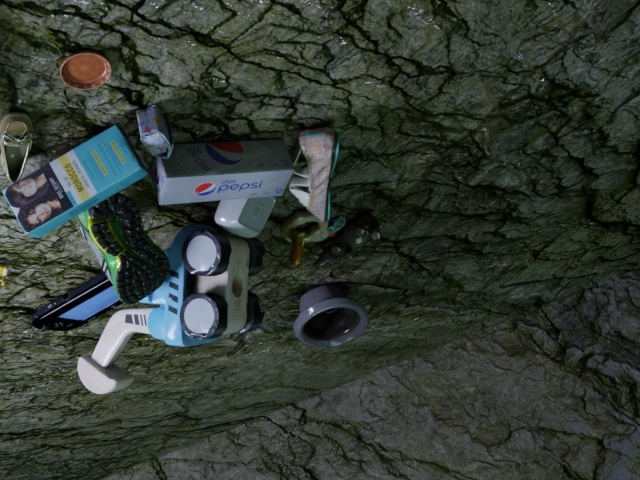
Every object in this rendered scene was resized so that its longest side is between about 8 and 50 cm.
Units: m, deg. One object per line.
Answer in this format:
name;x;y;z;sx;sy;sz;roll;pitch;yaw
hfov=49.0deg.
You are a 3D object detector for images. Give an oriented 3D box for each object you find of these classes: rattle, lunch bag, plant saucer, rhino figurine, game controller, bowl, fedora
rattle;0.000;0.000;1.866;0.200;0.142;0.130;17;118;-43
lunch bag;-0.310;-0.205;1.336;0.053;0.071;0.083;-17;151;2
plant saucer;-0.396;-0.289;1.185;0.084;0.013;0.083;-18;152;-10
rhino figurine;0.070;0.009;1.973;0.243;0.106;0.073;-36;108;27
game controller;-0.572;0.150;1.790;0.319;0.067;0.166;-28;152;13
bowl;-0.164;-0.075;1.616;0.142;0.053;0.142;30;87;-54
fedora;0.023;0.236;2.313;0.244;0.124;0.275;-34;142;17

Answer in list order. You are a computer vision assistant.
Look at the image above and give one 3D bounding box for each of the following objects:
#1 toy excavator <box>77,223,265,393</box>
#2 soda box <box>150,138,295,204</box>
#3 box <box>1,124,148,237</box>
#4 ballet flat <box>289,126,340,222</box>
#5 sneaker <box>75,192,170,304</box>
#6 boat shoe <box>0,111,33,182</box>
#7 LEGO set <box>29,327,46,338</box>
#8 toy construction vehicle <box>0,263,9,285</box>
toy excavator;-0.384;0.173;1.731;0.446;0.432;0.222;2;179;24
soda box;-0.206;-0.148;1.492;0.286;0.091;0.098;-7;150;-26
box;-0.458;-0.110;1.317;0.244;0.100;0.060;-31;174;-3
ballet flat;-0.020;-0.153;1.636;0.106;0.107;0.316;2;144;-3
sneaker;-0.430;0.002;1.512;0.134;0.146;0.343;-35;141;-25
boat shoe;-0.545;-0.167;1.257;0.056;0.048;0.153;-2;147;-33
LEGO set;-0.739;0.229;1.867;0.083;0.023;0.054;-26;158;-21
toy construction vehicle;-0.752;0.075;1.568;0.098;0.035;0.085;-6;138;-34
